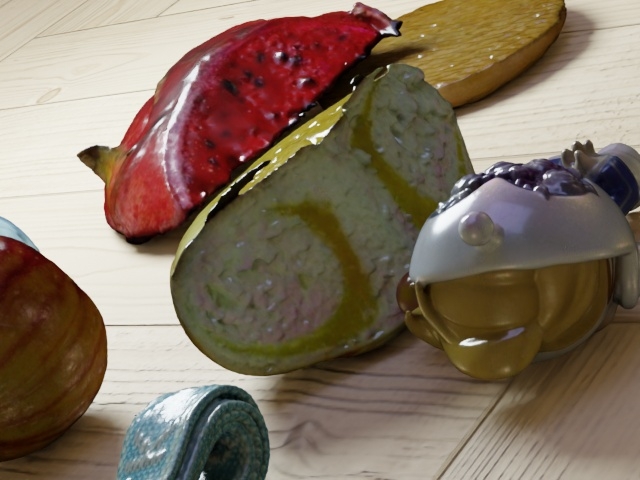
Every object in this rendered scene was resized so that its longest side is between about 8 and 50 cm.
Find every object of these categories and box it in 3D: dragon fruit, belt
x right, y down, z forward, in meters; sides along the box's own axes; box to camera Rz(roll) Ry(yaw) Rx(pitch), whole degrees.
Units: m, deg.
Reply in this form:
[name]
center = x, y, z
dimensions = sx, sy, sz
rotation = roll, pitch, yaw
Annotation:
[dragon fruit]
center = -0.116, -0.127, 1.617
dimensions = 0.343, 0.100, 0.282
rotation = -47, 20, -31
[belt]
center = -0.125, 0.190, 0.968
dimensions = 0.072, 0.087, 0.302
rotation = -3, 30, 32

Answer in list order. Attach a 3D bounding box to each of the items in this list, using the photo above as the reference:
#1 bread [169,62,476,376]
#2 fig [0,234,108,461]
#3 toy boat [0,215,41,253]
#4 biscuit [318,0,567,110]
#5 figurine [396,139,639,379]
[bread]
center = 0.008, -0.008, 1.218
dimensions = 0.261, 0.158, 0.156
rotation = -39, 7, -5
[fig]
center = -0.257, 0.097, 1.190
dimensions = 0.175, 0.175, 0.207
rotation = -7, 33, 33
[toy boat]
center = -0.347, 0.065, 1.408
dimensions = 0.215, 0.123, 0.330
rotation = -16, 25, 20
[biscuit]
center = 0.118, -0.181, 1.619
dimensions = 0.262, 0.037, 0.262
rotation = -19, 23, 8
[figurine]
center = 0.160, -0.006, 1.094
dimensions = 0.194, 0.133, 0.274
rotation = 2, 23, 45
